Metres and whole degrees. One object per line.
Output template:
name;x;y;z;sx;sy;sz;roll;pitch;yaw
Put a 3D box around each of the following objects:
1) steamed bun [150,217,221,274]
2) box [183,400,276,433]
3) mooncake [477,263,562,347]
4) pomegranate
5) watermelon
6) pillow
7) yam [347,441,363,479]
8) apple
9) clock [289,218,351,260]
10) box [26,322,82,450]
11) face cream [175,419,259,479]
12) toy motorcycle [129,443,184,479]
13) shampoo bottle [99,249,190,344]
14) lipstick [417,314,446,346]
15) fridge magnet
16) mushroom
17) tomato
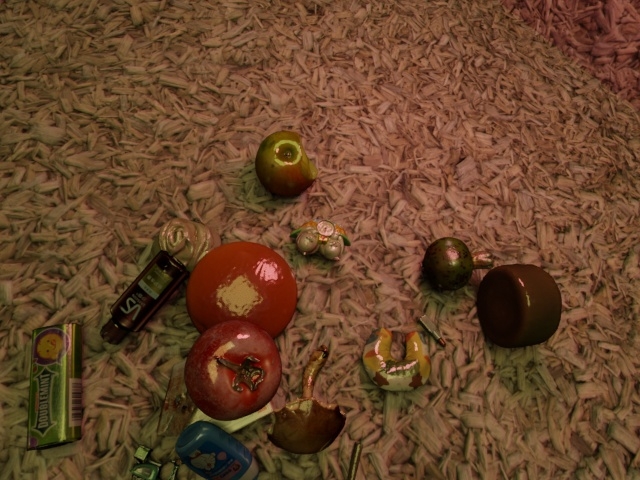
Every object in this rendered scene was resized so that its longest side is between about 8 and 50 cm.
steamed bun;-0.473;0.005;1.393;0.218;0.144;0.211;26;66;4
box;-0.285;0.520;1.229;0.270;0.079;0.134;-22;71;-15
mooncake;0.672;0.219;1.361;0.156;0.284;0.284;1;67;-9
pomegranate;0.491;0.080;1.441;0.248;0.202;0.201;-7;66;16
watermelon;-0.416;0.462;1.176;0.154;0.094;0.241;-11;37;14
pillow;0.256;0.400;1.350;0.234;0.086;0.213;7;56;-1
yam;0.101;0.690;1.228;0.033;0.027;0.129;38;58;-34
apple;-0.125;-0.296;1.521;0.247;0.226;0.245;2;69;-6
clock;0.000;0.000;1.475;0.231;0.103;0.144;10;58;-4
box;-0.792;0.431;1.198;0.135;0.097;0.345;-9;69;-9
face cream;-0.280;0.618;1.130;0.149;0.083;0.264;-36;113;10
toy motorcycle;-0.467;0.667;1.158;0.173;0.058;0.100;21;60;5
shampoo bottle;-0.570;0.188;1.283;0.129;0.084;0.323;42;89;4
lipstick;0.401;0.324;1.420;0.030;0.030;0.129;-35;75;-19
fridge magnet;-0.257;0.179;1.331;0.365;0.155;0.362;3;70;-9
mushroom;-0.023;0.518;1.244;0.208;0.233;0.302;44;25;2
tomato;-0.249;0.358;1.133;0.271;0.227;0.269;5;81;-31
